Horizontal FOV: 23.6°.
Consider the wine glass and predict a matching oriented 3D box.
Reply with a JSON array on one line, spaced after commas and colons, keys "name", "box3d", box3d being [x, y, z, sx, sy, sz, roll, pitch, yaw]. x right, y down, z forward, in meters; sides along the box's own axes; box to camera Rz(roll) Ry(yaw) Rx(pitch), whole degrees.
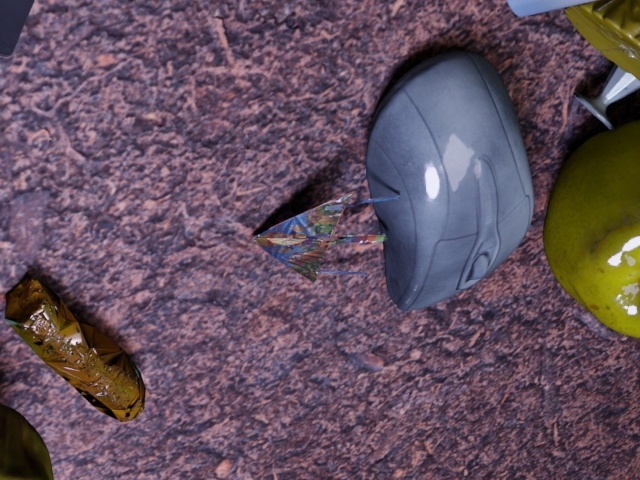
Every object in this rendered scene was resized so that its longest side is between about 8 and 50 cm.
[{"name": "wine glass", "box3d": [0.371, -0.208, 1.798, 0.155, 0.073, 0.073, -45, 139, 11]}]

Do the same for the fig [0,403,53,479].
[{"name": "fig", "box3d": [-0.392, 0.274, 1.503, 0.239, 0.239, 0.271, 31, 72, -47]}]

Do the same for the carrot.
[{"name": "carrot", "box3d": [-0.253, 0.120, 1.615, 0.069, 0.069, 0.229, -39, 137, -2]}]

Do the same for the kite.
[{"name": "kite", "box3d": [0.000, 0.000, 1.702, 0.160, 0.010, 0.183, 0, 146, -15]}]

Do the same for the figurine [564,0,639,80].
[{"name": "figurine", "box3d": [0.428, -0.327, 1.668, 0.315, 0.168, 0.187, -51, 168, 3]}]

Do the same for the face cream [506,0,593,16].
[{"name": "face cream", "box3d": [0.311, -0.290, 1.565, 0.250, 0.077, 0.077, -9, 150, 30]}]

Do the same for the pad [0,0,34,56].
[{"name": "pad", "box3d": [-0.282, -0.250, 1.323, 0.116, 0.004, 0.193, 9, 120, -40]}]

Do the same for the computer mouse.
[{"name": "computer mouse", "box3d": [0.156, -0.044, 1.745, 0.188, 0.122, 0.371, -26, 140, -16]}]

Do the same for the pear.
[{"name": "pear", "box3d": [0.412, -0.019, 1.834, 0.294, 0.294, 0.294, -20, 134, -22]}]
